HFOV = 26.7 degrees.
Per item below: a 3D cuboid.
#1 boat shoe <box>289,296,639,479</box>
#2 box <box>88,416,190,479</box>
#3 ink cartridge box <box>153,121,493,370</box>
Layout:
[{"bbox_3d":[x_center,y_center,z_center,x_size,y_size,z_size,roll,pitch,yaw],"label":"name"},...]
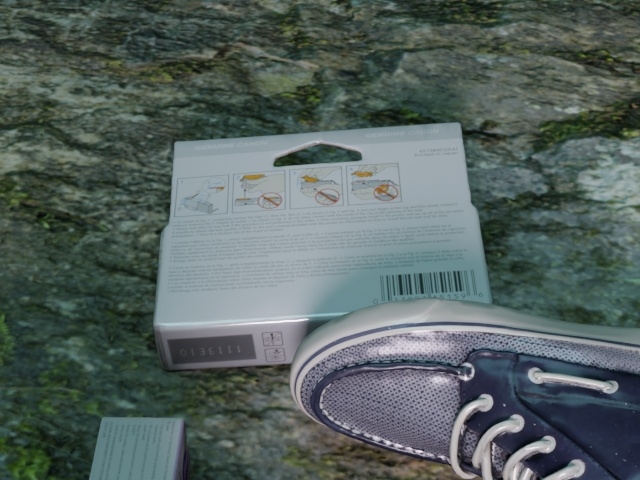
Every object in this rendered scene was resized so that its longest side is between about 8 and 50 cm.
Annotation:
[{"bbox_3d":[0.143,0.138,0.958,0.341,0.127,0.158,1,35,5],"label":"boat shoe"},{"bbox_3d":[-0.138,0.261,0.900,0.067,0.063,0.324,0,43,2],"label":"box"},{"bbox_3d":[0.000,0.000,1.174,0.275,0.060,0.239,-4,42,2],"label":"ink cartridge box"}]
